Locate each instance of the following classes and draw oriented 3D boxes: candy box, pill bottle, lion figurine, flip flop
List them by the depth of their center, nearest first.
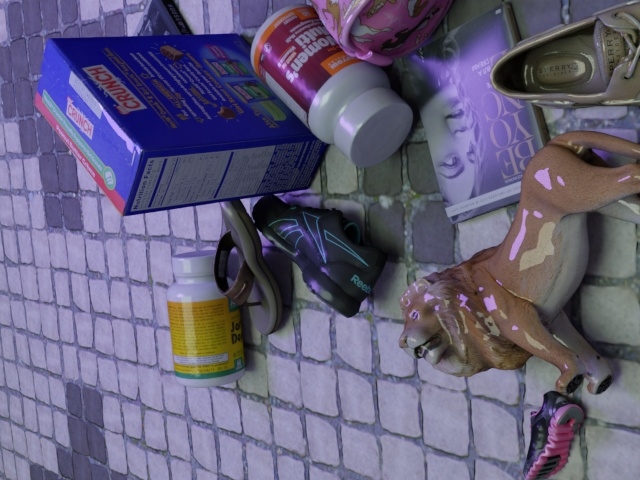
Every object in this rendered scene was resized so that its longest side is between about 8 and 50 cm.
[{"bbox_3d":[0.241,0.012,1.001,0.240,0.142,0.392,46,119,37],"label":"lion figurine"},{"bbox_3d":[0.014,-0.201,1.207,0.221,0.121,0.121,49,131,31],"label":"pill bottle"},{"bbox_3d":[-0.189,-0.172,1.295,0.268,0.317,0.122,48,130,31],"label":"candy box"},{"bbox_3d":[-0.123,0.039,1.386,0.112,0.080,0.277,49,161,40],"label":"flip flop"},{"bbox_3d":[-0.188,0.124,1.511,0.118,0.118,0.208,3,100,49],"label":"pill bottle"}]

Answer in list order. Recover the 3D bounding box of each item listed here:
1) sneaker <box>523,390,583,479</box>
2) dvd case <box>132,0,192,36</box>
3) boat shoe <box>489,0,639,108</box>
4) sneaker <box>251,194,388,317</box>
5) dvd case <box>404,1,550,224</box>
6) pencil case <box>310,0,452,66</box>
[{"bbox_3d":[0.261,0.226,1.082,0.057,0.047,0.119,50,129,49],"label":"sneaker"},{"bbox_3d":[-0.282,-0.280,1.600,0.179,0.030,0.238,60,136,21],"label":"dvd case"},{"bbox_3d":[0.303,-0.179,0.898,0.302,0.098,0.109,-2,97,48],"label":"boat shoe"},{"bbox_3d":[0.000,0.000,1.309,0.106,0.101,0.267,-50,47,6],"label":"sneaker"},{"bbox_3d":[0.187,-0.145,1.101,0.165,0.018,0.221,-20,83,48],"label":"dvd case"},{"bbox_3d":[0.008,-0.394,1.148,0.386,0.160,0.167,56,158,24],"label":"pencil case"}]
